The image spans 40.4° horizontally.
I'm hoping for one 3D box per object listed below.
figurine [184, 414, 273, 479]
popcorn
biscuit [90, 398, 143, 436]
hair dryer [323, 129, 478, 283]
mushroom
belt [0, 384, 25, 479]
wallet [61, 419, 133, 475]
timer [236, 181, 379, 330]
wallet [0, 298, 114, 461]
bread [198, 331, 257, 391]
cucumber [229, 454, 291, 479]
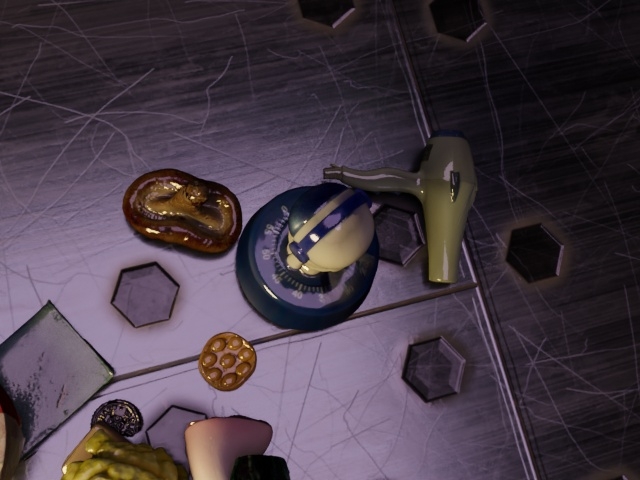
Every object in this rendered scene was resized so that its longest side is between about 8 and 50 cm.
[{"bbox_3d":[-0.107,0.483,1.474,0.206,0.284,0.315,-15,55,-2],"label":"figurine"},{"bbox_3d":[-0.331,0.438,1.418,0.256,0.195,0.255,-26,95,-24],"label":"popcorn"},{"bbox_3d":[-0.366,0.327,1.555,0.087,0.027,0.089,34,74,0],"label":"biscuit"},{"bbox_3d":[0.182,-0.046,1.694,0.298,0.119,0.296,-18,89,-8],"label":"hair dryer"},{"bbox_3d":[-0.248,-0.073,1.565,0.227,0.217,0.148,9,77,-5],"label":"mushroom"},{"bbox_3d":[-0.632,0.293,1.421,0.324,0.115,0.227,30,72,6],"label":"belt"},{"bbox_3d":[-0.365,0.403,1.522,0.153,0.039,0.118,38,84,-10],"label":"wallet"},{"bbox_3d":[0.000,0.000,1.505,0.270,0.383,0.270,2,76,-9],"label":"timer"},{"bbox_3d":[-0.560,0.298,1.520,0.379,0.046,0.190,-42,87,-15],"label":"wallet"},{"bbox_3d":[-0.172,0.224,1.611,0.110,0.024,0.110,2,76,-8],"label":"bread"},{"bbox_3d":[-0.099,0.424,1.324,0.115,0.086,0.193,-4,59,8],"label":"cucumber"}]
